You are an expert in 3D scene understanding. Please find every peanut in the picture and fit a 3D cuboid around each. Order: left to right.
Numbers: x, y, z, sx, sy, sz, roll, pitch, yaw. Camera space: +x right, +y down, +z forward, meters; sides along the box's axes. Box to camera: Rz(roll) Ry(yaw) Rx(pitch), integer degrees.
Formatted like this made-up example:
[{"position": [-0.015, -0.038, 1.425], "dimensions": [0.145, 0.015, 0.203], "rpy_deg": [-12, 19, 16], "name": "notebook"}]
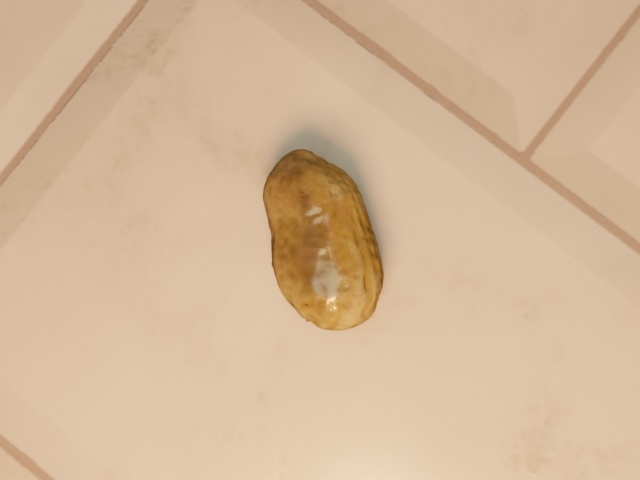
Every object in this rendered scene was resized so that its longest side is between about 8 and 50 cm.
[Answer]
[{"position": [0.000, 0.000, 1.400], "dimensions": [0.129, 0.129, 0.224], "rpy_deg": [-12, 75, 3], "name": "peanut"}]
